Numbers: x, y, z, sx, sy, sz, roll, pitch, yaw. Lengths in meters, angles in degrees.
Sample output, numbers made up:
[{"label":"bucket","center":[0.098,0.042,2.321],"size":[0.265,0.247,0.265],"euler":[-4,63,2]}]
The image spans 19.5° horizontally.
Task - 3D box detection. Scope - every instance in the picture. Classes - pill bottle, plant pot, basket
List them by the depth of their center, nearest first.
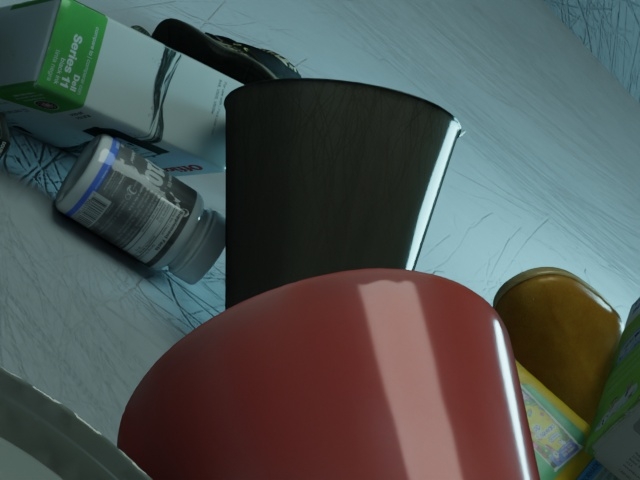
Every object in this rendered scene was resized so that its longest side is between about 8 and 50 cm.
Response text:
[{"label":"plant pot","center":[0.027,0.194,1.153],"size":[0.275,0.275,0.243],"euler":[23,35,-39]},{"label":"basket","center":[0.000,0.000,1.544],"size":[0.204,0.227,0.154],"euler":[6,-19,11]},{"label":"pill bottle","center":[-0.148,-0.024,1.581],"size":[0.137,0.078,0.078],"euler":[33,19,-17]}]

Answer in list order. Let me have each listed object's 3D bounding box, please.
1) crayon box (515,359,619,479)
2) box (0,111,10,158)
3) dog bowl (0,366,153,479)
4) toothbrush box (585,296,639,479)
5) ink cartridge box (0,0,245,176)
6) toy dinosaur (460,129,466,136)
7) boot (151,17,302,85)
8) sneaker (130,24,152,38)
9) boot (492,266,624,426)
[{"label":"crayon box","center":[0.171,0.240,1.428],"size":[0.323,0.083,0.203],"euler":[42,48,7]},{"label":"box","center":[-0.296,-0.083,1.467],"size":[0.083,0.062,0.052],"euler":[29,20,-29]},{"label":"dog bowl","center":[-0.195,0.192,0.958],"size":[0.348,0.102,0.349],"euler":[33,19,-13]},{"label":"toothbrush box","center":[0.347,0.135,1.509],"size":[0.206,0.122,0.283],"euler":[40,26,0]},{"label":"ink cartridge box","center":[-0.191,-0.128,1.620],"size":[0.208,0.087,0.153],"euler":[23,-16,-37]},{"label":"toy dinosaur","center":[0.032,-0.067,1.889],"size":[0.121,0.160,0.313],"euler":[39,18,2]},{"label":"boot","center":[-0.058,-0.157,2.027],"size":[0.236,0.085,0.178],"euler":[39,16,30]},{"label":"sneaker","center":[-0.213,-0.165,1.781],"size":[0.227,0.087,0.130],"euler":[26,21,-42]},{"label":"boot","center":[0.246,0.176,1.588],"size":[0.295,0.104,0.211],"euler":[55,15,-41]}]
